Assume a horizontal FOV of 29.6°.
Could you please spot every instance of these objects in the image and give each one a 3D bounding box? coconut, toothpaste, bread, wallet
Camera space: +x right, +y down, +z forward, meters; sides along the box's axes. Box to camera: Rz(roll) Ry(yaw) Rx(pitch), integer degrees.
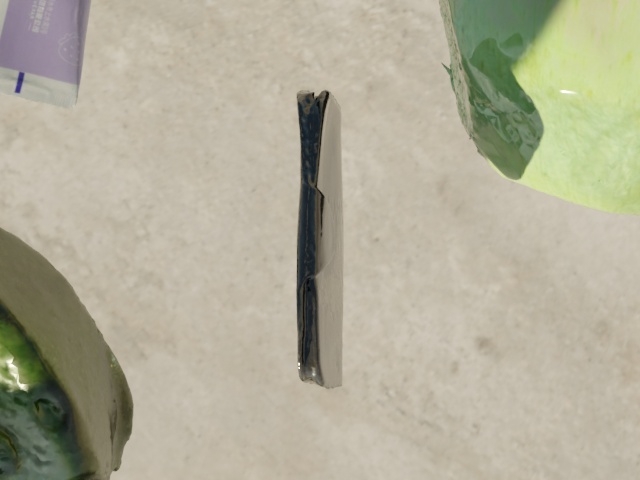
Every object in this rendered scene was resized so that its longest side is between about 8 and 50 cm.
[{"bbox_3d":[0.203,-0.182,0.729,0.281,0.328,0.329,21,118,24],"label":"coconut"},{"bbox_3d":[-0.270,-0.324,1.231,0.125,0.080,0.371,10,100,-23],"label":"toothpaste"},{"bbox_3d":[-0.358,0.146,1.012,0.381,0.129,0.366,-13,109,16],"label":"bread"},{"bbox_3d":[0.000,0.000,0.643,0.018,0.082,0.157,-1,83,8],"label":"wallet"}]
